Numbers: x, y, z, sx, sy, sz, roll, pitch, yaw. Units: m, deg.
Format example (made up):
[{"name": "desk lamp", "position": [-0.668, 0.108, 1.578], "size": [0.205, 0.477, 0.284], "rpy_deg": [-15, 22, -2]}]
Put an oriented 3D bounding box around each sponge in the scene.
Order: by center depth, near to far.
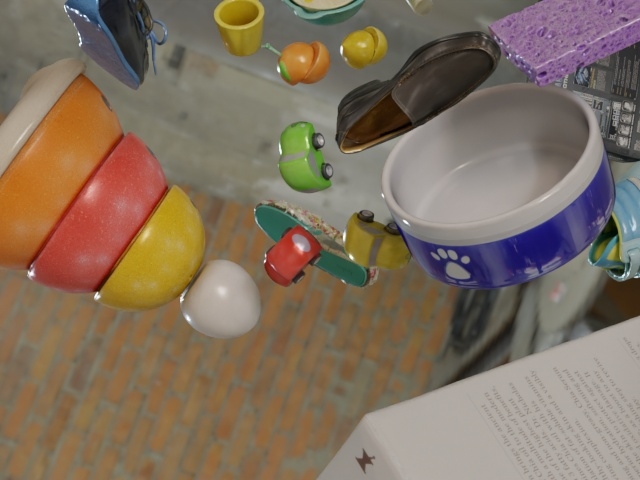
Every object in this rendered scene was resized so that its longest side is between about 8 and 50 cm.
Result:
[{"name": "sponge", "position": [0.307, -0.249, 1.455], "size": [0.117, 0.210, 0.031], "rpy_deg": [58, 172, 51]}]

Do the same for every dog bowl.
[{"name": "dog bowl", "position": [0.212, -0.068, 1.552], "size": [0.104, 0.265, 0.265], "rpy_deg": [63, -149, -35]}]

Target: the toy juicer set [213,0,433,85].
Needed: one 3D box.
[{"name": "toy juicer set", "position": [0.033, -0.334, 1.799], "size": [0.329, 0.209, 0.089], "rpy_deg": [-37, -33, -24]}]

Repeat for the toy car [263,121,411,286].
[{"name": "toy car", "position": [-0.010, -0.046, 1.744], "size": [0.053, 0.239, 0.225], "rpy_deg": [-36, -68, -54]}]

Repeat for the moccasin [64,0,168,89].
[{"name": "moccasin", "position": [-0.309, -0.338, 2.074], "size": [0.117, 0.138, 0.342], "rpy_deg": [-57, -2, -11]}]

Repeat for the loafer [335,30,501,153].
[{"name": "loafer", "position": [0.084, -0.123, 1.138], "size": [0.170, 0.062, 0.061], "rpy_deg": [-30, 27, 33]}]

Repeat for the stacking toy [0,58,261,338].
[{"name": "stacking toy", "position": [-0.295, -0.010, 1.949], "size": [0.350, 0.480, 0.350], "rpy_deg": [-52, 11, 14]}]

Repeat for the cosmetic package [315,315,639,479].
[{"name": "cosmetic package", "position": [0.240, 0.245, 1.316], "size": [0.453, 0.230, 0.161], "rpy_deg": [-13, -30, -36]}]

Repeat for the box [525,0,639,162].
[{"name": "box", "position": [0.385, -0.240, 1.844], "size": [0.059, 0.183, 0.232], "rpy_deg": [-3, 78, 65]}]

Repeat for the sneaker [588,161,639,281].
[{"name": "sneaker", "position": [0.513, 0.036, 1.916], "size": [0.208, 0.319, 0.127], "rpy_deg": [-33, -3, -18]}]

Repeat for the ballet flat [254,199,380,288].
[{"name": "ballet flat", "position": [0.000, 0.000, 2.193], "size": [0.077, 0.241, 0.091], "rpy_deg": [-42, -18, -49]}]
